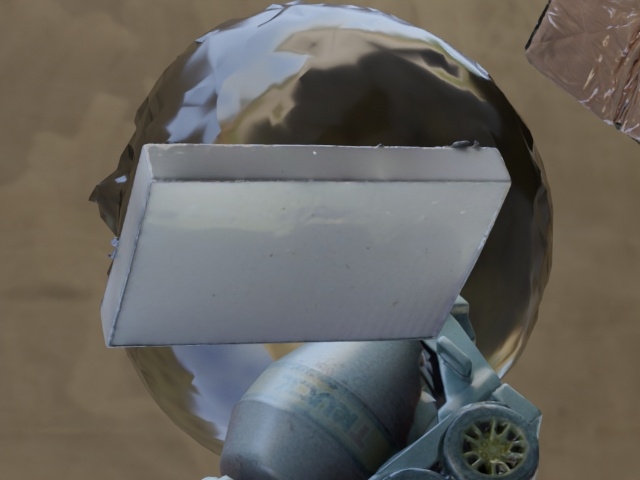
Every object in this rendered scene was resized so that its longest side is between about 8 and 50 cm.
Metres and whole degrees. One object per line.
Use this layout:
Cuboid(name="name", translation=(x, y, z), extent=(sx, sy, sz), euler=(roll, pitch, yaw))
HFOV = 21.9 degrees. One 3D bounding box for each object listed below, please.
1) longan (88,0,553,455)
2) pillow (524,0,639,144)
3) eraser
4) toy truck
Cuboid(name="longan", translation=(0.000, 0.000, 1.356), extent=(0.391, 0.391, 0.391), euler=(20, -117, -47))
Cuboid(name="pillow", translation=(0.283, -0.150, 1.437), extent=(0.232, 0.126, 0.043), euler=(39, -148, 25))
Cuboid(name="eraser", translation=(-0.008, 0.002, 0.670), extent=(0.150, 0.104, 0.023), euler=(0, -131, -20))
Cuboid(name="toy truck", translation=(-0.009, 0.124, 0.731), extent=(0.256, 0.140, 0.108), euler=(-35, -30, -21))
